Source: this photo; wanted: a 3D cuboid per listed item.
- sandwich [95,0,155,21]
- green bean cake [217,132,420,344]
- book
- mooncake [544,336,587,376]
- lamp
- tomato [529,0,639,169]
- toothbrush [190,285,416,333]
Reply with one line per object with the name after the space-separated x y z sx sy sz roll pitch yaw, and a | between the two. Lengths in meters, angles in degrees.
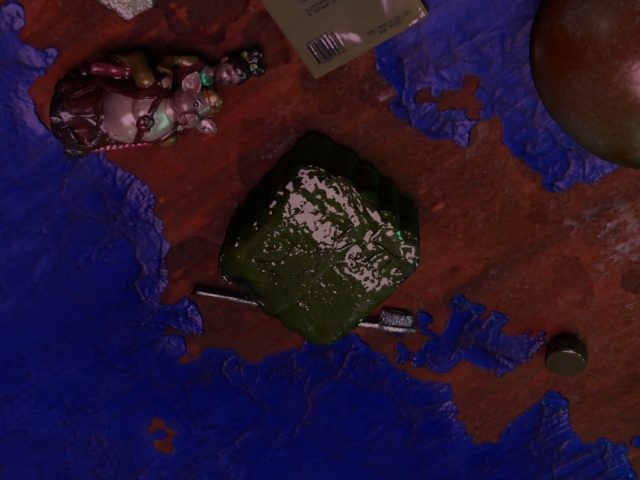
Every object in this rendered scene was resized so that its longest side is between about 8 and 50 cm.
-0.221 -0.307 1.845 0.093 0.036 0.105 26 120 -9 | sandwich
0.000 0.000 1.971 0.200 0.113 0.214 40 117 -13 | green bean cake
-0.004 -0.309 1.826 0.161 0.026 0.231 -26 116 20 | book
0.368 0.037 1.988 0.150 0.057 0.347 30 119 -27 | mooncake
-0.189 -0.162 1.891 0.253 0.118 0.118 -6 122 11 | lamp
0.353 -0.184 1.716 0.270 0.223 0.270 6 157 3 | tomato
-0.022 0.089 2.082 0.294 0.026 0.028 7 104 2 | toothbrush
